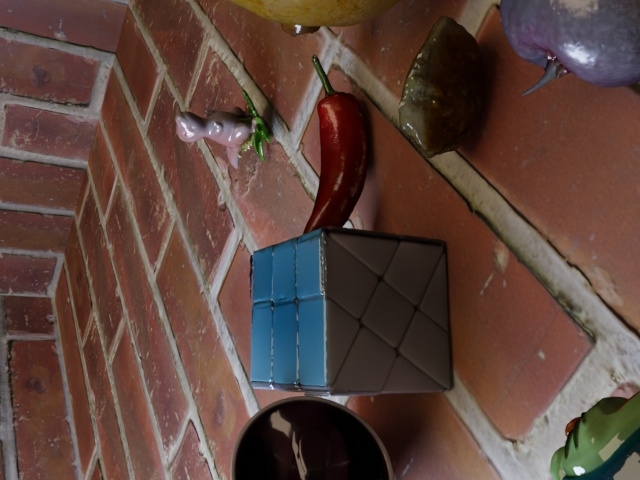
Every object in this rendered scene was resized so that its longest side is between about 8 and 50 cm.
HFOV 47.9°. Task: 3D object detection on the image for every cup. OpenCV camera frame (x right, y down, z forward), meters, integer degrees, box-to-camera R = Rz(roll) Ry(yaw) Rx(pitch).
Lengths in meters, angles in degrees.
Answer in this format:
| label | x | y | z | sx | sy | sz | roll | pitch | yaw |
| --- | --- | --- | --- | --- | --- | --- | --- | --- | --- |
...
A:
| label | x | y | z | sx | sy | sz | roll | pitch | yaw |
| --- | --- | --- | --- | --- | --- | --- | --- | --- | --- |
| cup | 0.012 | 0.370 | 1.066 | 0.273 | 0.288 | 0.208 | 100 | -175 | -66 |

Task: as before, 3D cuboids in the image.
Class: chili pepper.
| label | x | y | z | sx | sy | sz | roll | pitch | yaw |
| --- | --- | --- | --- | --- | --- | --- | --- | --- | --- |
| chili pepper | 0.029 | -0.142 | 1.239 | 0.092 | 0.137 | 0.368 | -16 | 59 | 26 |

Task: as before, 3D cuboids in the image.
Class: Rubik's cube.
| label | x | y | z | sx | sy | sz | roll | pitch | yaw |
| --- | --- | --- | --- | --- | --- | --- | --- | --- | --- |
| Rubik's cube | 0.039 | 0.115 | 1.087 | 0.224 | 0.221 | 0.231 | -18 | 69 | 56 |

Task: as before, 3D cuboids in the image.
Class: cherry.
| label | x | y | z | sx | sy | sz | roll | pitch | yaw |
| --- | --- | --- | --- | --- | --- | --- | --- | --- | --- |
| cherry | 0.297 | -0.263 | 0.761 | 0.213 | 0.183 | 0.266 | 42 | 123 | 49 |

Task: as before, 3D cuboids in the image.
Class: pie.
| label | x | y | z | sx | sy | sz | roll | pitch | yaw |
| --- | --- | --- | --- | --- | --- | --- | --- | --- | --- |
| pie | 0.169 | -0.210 | 1.000 | 0.079 | 0.163 | 0.193 | 17 | 106 | 39 |

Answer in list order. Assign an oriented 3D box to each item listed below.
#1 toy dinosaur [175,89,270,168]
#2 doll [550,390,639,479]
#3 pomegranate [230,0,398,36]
| label | x | y | z | sx | sy | sz | roll | pitch | yaw |
| --- | --- | --- | --- | --- | --- | --- | --- | --- | --- |
| toy dinosaur | -0.209 | -0.229 | 1.587 | 0.152 | 0.177 | 0.194 | 63 | -179 | 31 |
| doll | 0.333 | 0.180 | 0.617 | 0.322 | 0.198 | 0.186 | -54 | 53 | 26 |
| pomegranate | -0.011 | -0.515 | 1.136 | 0.416 | 0.416 | 0.417 | -16 | 71 | 57 |
